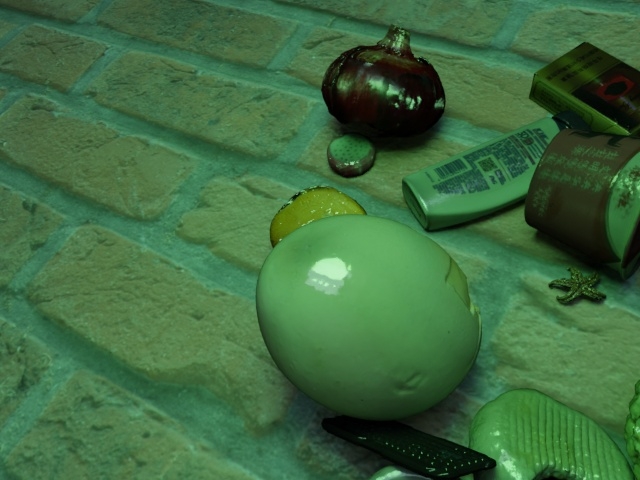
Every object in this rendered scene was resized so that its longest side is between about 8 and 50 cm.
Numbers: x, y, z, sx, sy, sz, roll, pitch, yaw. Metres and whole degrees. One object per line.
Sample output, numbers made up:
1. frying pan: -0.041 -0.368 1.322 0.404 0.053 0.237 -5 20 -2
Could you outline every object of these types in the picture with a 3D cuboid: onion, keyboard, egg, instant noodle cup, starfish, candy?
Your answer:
1. onion: 0.129 -0.314 1.119 0.251 0.219 0.252 8 28 -4
2. keyboard: 0.104 0.266 0.745 0.106 0.262 0.016 0 88 -32
3. egg: 0.060 0.102 0.796 0.283 0.345 0.283 -31 42 34
4. instant noodle cup: 0.461 -0.076 0.917 0.178 0.235 0.235 27 64 36
5. starfish: 0.432 0.074 0.928 0.091 0.028 0.078 -29 54 -15
6. candy: 0.063 -0.179 1.160 0.103 0.043 0.103 -6 53 8

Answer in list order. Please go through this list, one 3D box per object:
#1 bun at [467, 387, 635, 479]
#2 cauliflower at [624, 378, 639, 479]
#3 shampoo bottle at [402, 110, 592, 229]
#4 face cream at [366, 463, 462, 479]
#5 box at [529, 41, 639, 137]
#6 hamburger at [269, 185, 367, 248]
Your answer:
1. bun: 0.291 0.306 0.737 0.212 0.127 0.203 34 42 22
2. cauliflower: 0.509 0.259 0.650 0.280 0.261 0.327 12 30 24
3. shampoo bottle: 0.342 -0.129 1.053 0.359 0.078 0.134 -23 59 -6
4. face cream: 0.122 0.382 0.702 0.177 0.153 0.178 -6 55 8
5. box: 0.566 -0.290 1.125 0.159 0.071 0.240 -30 55 -13
6. hamburger: 0.002 -0.008 1.010 0.181 0.118 0.191 -21 58 -8
